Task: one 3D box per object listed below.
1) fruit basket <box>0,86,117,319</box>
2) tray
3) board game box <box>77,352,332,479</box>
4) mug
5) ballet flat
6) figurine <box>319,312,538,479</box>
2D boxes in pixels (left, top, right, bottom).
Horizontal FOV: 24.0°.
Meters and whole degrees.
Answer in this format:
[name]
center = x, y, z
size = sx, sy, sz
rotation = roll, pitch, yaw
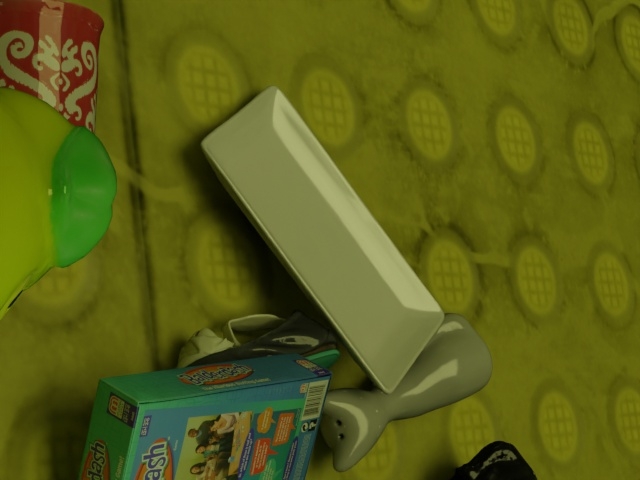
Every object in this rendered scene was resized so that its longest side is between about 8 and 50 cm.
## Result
[fruit basket]
center = -0.285, 0.017, 0.763
size = 0.392, 0.392, 0.283
rotation = 26, 59, -42
[tray]
center = 0.000, 0.000, 1.325
size = 0.270, 0.030, 0.145
rotation = 54, 37, -8
[board game box]
center = -0.091, 0.174, 1.135
size = 0.210, 0.047, 0.160
rotation = -2, 111, -50
[mug]
center = -0.200, -0.076, 1.095
size = 0.150, 0.113, 0.169
rotation = 9, 75, -46
[ballet flat]
center = -0.071, 0.100, 1.229
size = 0.203, 0.074, 0.074
rotation = -19, 93, -44
[figurine]
center = 0.087, 0.198, 1.367
size = 0.209, 0.092, 0.215
rotation = -26, 98, -46
